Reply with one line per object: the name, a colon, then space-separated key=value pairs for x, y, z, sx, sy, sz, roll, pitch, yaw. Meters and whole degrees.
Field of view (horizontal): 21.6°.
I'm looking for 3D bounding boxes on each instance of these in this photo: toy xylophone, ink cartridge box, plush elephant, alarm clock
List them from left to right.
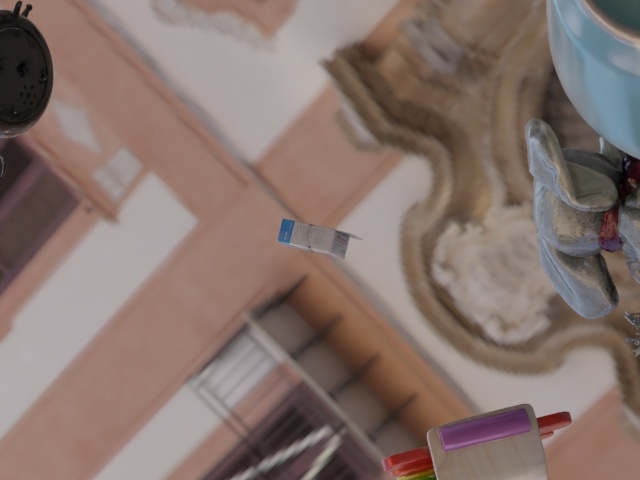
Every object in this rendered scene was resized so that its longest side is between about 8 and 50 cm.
alarm clock: x=-0.329 y=-0.149 z=1.697 sx=0.064 sy=0.192 sz=0.129 roll=8 pitch=-174 yaw=35
ink cartridge box: x=0.000 y=0.000 z=1.875 sx=0.083 sy=0.028 sz=0.048 roll=12 pitch=175 yaw=23
toy xylophone: x=0.138 y=0.263 z=1.826 sx=0.236 sy=0.322 sz=0.081 roll=-11 pitch=-106 yaw=-14
plush elephant: x=0.346 y=-0.038 z=1.795 sx=0.255 sy=0.272 sz=0.330 roll=34 pitch=-119 yaw=24

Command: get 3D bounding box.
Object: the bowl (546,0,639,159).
bowl: x=0.312 y=-0.223 z=1.375 sx=0.311 sy=0.311 sz=0.163 roll=57 pitch=-165 yaw=24
